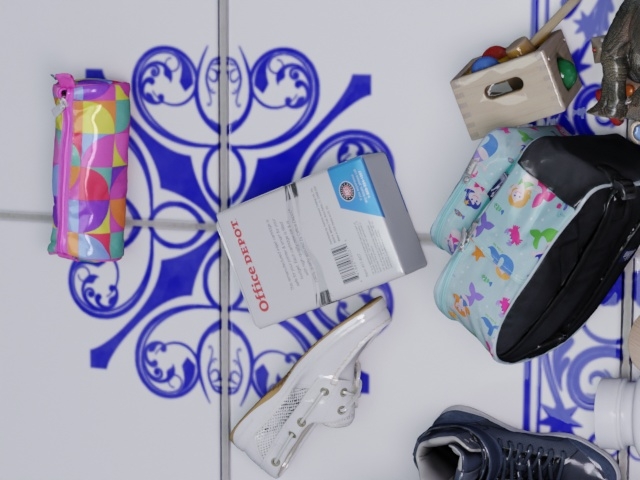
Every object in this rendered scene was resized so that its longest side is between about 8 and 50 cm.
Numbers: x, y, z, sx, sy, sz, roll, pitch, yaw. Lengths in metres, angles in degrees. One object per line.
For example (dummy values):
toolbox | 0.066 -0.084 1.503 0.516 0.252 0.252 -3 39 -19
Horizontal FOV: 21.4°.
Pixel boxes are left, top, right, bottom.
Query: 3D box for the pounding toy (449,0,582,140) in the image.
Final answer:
pounding toy | 0.226 -0.191 1.855 0.141 0.130 0.100 -17 103 23

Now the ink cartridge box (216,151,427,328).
ink cartridge box | 0.000 0.000 1.986 0.203 0.086 0.148 -20 89 24

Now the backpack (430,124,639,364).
backpack | 0.234 0.003 1.820 0.191 0.225 0.254 37 116 30

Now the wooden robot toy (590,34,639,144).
wooden robot toy | 0.339 -0.152 1.832 0.076 0.079 0.173 -35 83 22

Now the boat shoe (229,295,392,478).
boat shoe | 0.008 0.178 2.007 0.096 0.098 0.277 47 120 10

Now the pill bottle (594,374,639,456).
pill bottle | 0.400 0.192 1.839 0.193 0.108 0.108 0 97 22

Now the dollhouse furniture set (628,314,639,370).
dollhouse furniture set | 0.441 -0.031 1.590 0.256 0.362 0.394 33 101 29

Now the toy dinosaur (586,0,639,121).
toy dinosaur | 0.327 -0.198 1.697 0.121 0.313 0.160 10 96 23

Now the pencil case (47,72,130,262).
pencil case | -0.288 -0.090 2.086 0.104 0.104 0.236 4 100 22

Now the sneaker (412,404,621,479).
sneaker | 0.214 0.257 1.896 0.226 0.163 0.086 14 101 18
